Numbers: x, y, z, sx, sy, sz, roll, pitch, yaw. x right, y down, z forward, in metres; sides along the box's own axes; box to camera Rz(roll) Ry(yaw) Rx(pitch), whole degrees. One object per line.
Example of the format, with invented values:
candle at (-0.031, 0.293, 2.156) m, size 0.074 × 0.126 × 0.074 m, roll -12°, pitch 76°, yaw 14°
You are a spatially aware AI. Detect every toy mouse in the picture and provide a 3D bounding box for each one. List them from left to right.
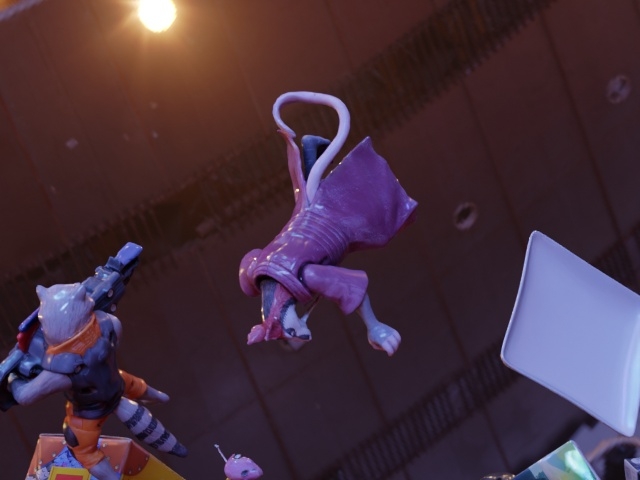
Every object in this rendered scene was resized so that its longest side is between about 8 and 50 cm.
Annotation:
toy mouse at (-0.099, 0.365, 1.605) m, size 0.031 × 0.143 × 0.161 m, roll -34°, pitch -80°, yaw -40°

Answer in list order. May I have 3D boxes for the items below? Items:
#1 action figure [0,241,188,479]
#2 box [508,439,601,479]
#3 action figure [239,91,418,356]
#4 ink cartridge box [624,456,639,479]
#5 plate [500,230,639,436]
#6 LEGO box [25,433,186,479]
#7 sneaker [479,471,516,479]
action figure at (-0.297, 0.165, 1.572) m, size 0.341 × 0.178 × 0.330 m, roll -56°, pitch -38°, yaw -32°
box at (0.323, 0.491, 1.702) m, size 0.322 × 0.232 × 0.058 m, roll -35°, pitch -23°, yaw 5°
action figure at (0.000, 0.000, 1.566) m, size 0.370 × 0.248 × 0.276 m, roll -58°, pitch -38°, yaw -41°
ink cartridge box at (0.624, 0.339, 1.598) m, size 0.332 × 0.165 × 0.065 m, roll -6°, pitch -90°, yaw 2°
plate at (0.430, 0.160, 1.865) m, size 0.277 × 0.045 × 0.278 m, roll 31°, pitch -126°, yaw -14°
LEGO box at (-0.323, 0.596, 1.879) m, size 0.500 × 0.193 × 0.372 m, roll 54°, pitch -139°, yaw -51°
sneaker at (0.335, 0.662, 2.017) m, size 0.257 × 0.169 × 0.447 m, roll 26°, pitch -104°, yaw -31°
